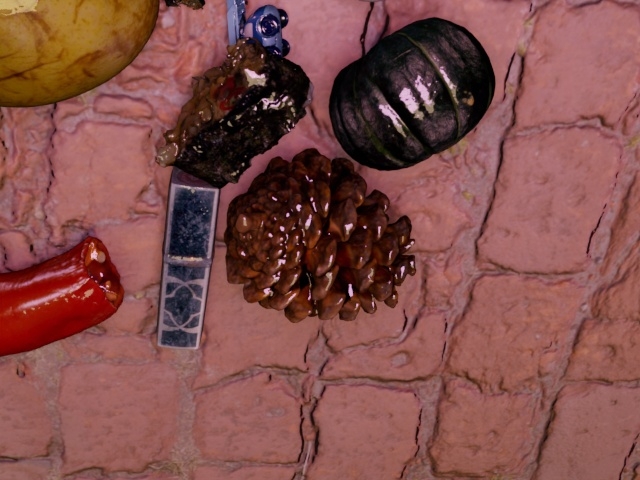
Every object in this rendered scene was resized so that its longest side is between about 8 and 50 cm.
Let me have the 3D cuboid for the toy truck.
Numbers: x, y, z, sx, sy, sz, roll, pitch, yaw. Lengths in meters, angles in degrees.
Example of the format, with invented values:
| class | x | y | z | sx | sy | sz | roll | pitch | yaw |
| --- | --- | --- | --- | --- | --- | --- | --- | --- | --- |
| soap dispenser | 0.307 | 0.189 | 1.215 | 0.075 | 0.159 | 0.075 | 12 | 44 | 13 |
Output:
| class | x | y | z | sx | sy | sz | roll | pitch | yaw |
| --- | --- | --- | --- | --- | --- | --- | --- | --- | --- |
| toy truck | -0.082 | -0.293 | 0.966 | 0.074 | 0.063 | 0.136 | 6 | 116 | 12 |

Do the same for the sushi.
| class | x | y | z | sx | sy | sz | roll | pitch | yaw |
| --- | --- | --- | --- | --- | --- | --- | --- | --- | --- |
| sushi | -0.111 | -0.171 | 0.962 | 0.115 | 0.147 | 0.212 | 35 | 131 | -26 |

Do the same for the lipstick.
| class | x | y | z | sx | sy | sz | roll | pitch | yaw |
| --- | --- | --- | --- | --- | --- | --- | --- | --- | --- |
| lipstick | -0.200 | 0.033 | 1.117 | 0.077 | 0.076 | 0.290 | 5 | 120 | -11 |

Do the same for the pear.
| class | x | y | z | sx | sy | sz | roll | pitch | yaw |
| --- | --- | --- | --- | --- | --- | --- | --- | --- | --- |
| pear | -0.326 | -0.283 | 0.831 | 0.283 | 0.283 | 0.284 | -3 | 119 | -5 |

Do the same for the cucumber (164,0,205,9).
| class | x | y | z | sx | sy | sz | roll | pitch | yaw |
| --- | --- | --- | --- | --- | --- | --- | --- | --- | --- |
| cucumber | -0.194 | -0.368 | 0.916 | 0.053 | 0.053 | 0.181 | -17 | 117 | 3 |

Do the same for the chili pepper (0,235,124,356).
| class | x | y | z | sx | sy | sz | roll | pitch | yaw |
| --- | --- | --- | --- | --- | --- | --- | --- | --- | --- |
| chili pepper | -0.467 | 0.109 | 1.095 | 0.338 | 0.134 | 0.131 | -18 | 132 | 1 |

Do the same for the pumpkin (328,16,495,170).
| class | x | y | z | sx | sy | sz | roll | pitch | yaw |
| --- | --- | --- | --- | --- | --- | --- | --- | --- | --- |
| pumpkin | 0.116 | -0.185 | 0.958 | 0.220 | 0.220 | 0.162 | -28 | 98 | 9 |

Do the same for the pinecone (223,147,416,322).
| class | x | y | z | sx | sy | sz | roll | pitch | yaw |
| --- | --- | --- | --- | --- | --- | --- | --- | --- | --- |
| pinecone | 0.000 | 0.000 | 1.042 | 0.309 | 0.244 | 0.244 | 22 | 115 | -36 |
